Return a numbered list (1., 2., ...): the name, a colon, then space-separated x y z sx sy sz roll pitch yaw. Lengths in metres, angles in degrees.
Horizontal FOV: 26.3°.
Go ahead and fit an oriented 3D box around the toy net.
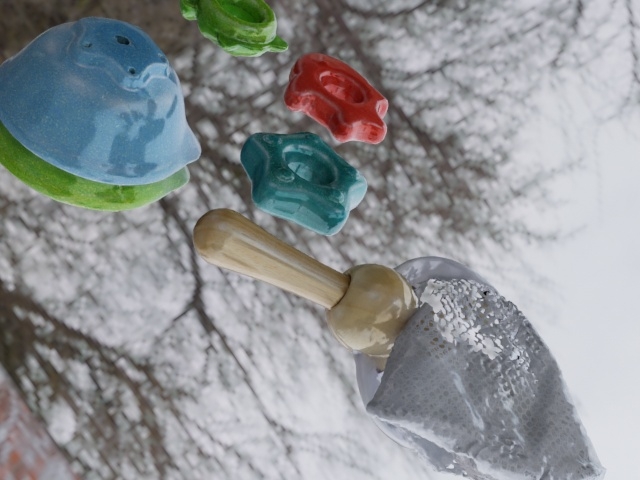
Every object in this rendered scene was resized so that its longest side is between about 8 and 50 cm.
1. toy net: 0.000 0.000 0.437 0.122 0.232 0.045 -19 147 -49
